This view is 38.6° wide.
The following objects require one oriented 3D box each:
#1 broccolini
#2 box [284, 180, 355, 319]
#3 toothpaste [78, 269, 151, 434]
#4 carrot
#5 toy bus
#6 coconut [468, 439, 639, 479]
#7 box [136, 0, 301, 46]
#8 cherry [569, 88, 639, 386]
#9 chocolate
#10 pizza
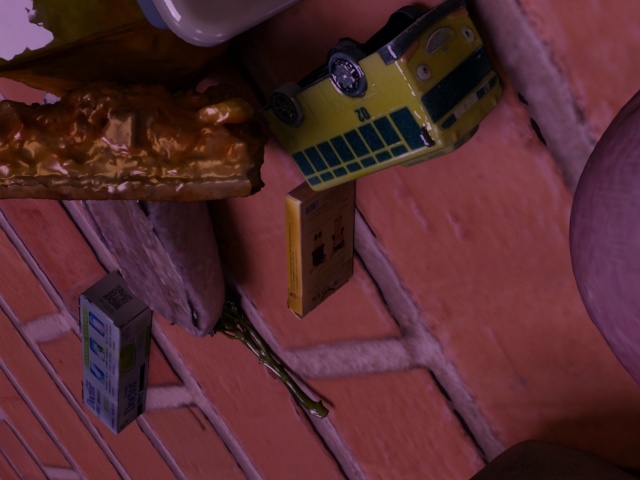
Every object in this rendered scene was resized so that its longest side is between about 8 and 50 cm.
[{"bbox_3d":[-0.061,0.133,1.062,0.194,0.054,0.052,42,176,2],"label":"broccolini"},{"bbox_3d":[0.000,0.000,0.818,0.020,0.073,0.149,32,141,29],"label":"box"},{"bbox_3d":[-0.306,0.175,1.354,0.081,0.067,0.337,39,145,16],"label":"toothpaste"},{"bbox_3d":[-0.189,-0.224,0.681,0.241,0.241,0.341,10,127,45],"label":"carrot"},{"bbox_3d":[0.043,-0.101,0.660,0.175,0.088,0.101,-14,112,57],"label":"toy bus"},{"bbox_3d":[0.176,0.321,0.700,0.352,0.352,0.353,31,142,28],"label":"coconut"},{"bbox_3d":[-0.032,-0.222,0.521,0.162,0.227,0.130,62,161,-17],"label":"box"},{"bbox_3d":[0.223,0.011,0.443,0.239,0.206,0.239,22,142,19],"label":"cherry"},{"bbox_3d":[-0.182,-0.040,0.973,0.185,0.100,0.303,22,138,43],"label":"chocolate"},{"bbox_3d":[-0.175,-0.075,0.716,0.258,0.268,0.087,-137,45,-83],"label":"pizza"}]
